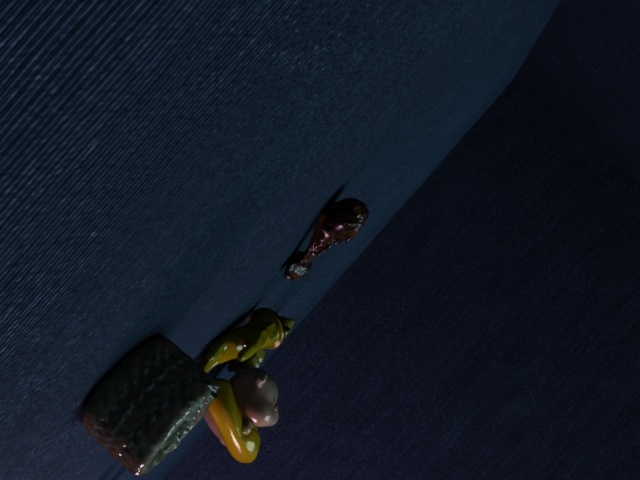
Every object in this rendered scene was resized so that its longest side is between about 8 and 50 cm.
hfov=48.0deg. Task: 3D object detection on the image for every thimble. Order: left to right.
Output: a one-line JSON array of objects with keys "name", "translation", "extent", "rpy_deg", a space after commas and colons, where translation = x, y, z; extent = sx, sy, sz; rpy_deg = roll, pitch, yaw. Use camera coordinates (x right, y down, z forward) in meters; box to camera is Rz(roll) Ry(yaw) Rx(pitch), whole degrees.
[{"name": "thimble", "translation": [-0.275, 0.273, 1.176], "extent": [0.196, 0.148, 0.229], "rpy_deg": [-44, 170, -32]}]

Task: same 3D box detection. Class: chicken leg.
[{"name": "chicken leg", "translation": [0.000, 0.000, 1.726], "extent": [0.113, 0.093, 0.304], "rpy_deg": [-12, 154, -50]}]

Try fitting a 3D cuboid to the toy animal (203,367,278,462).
[{"name": "toy animal", "translation": [-0.224, 0.530, 2.250], "extent": [0.247, 0.277, 0.345], "rpy_deg": [-28, 167, -22]}]

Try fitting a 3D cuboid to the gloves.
[{"name": "gloves", "translation": [-0.219, 0.276, 1.806], "extent": [0.294, 0.116, 0.133], "rpy_deg": [-29, 153, -53]}]

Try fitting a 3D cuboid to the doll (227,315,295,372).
[{"name": "doll", "translation": [-0.192, 0.346, 2.383], "extent": [0.117, 0.086, 0.291], "rpy_deg": [-11, -156, 48]}]
